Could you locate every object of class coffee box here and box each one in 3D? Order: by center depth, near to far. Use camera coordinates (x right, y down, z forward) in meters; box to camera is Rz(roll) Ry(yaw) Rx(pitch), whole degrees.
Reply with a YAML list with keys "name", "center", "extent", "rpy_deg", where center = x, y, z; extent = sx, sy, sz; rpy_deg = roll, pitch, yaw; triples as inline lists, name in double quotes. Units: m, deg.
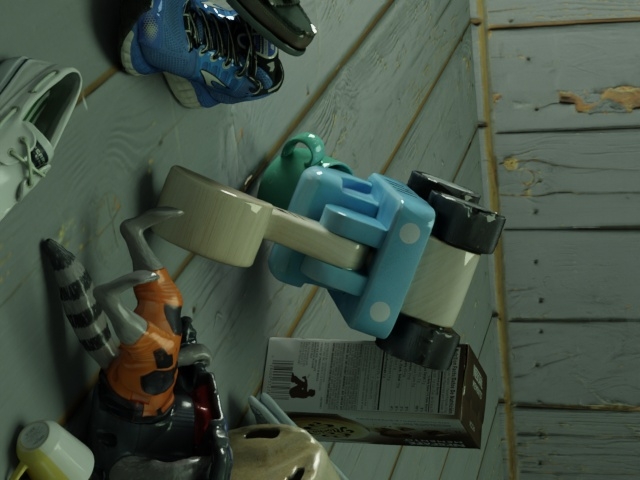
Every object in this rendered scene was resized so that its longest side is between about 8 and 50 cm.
- name: "coffee box"
  center: [0.082, 0.223, 2.041]
  extent: [0.168, 0.297, 0.119]
  rpy_deg: [56, 38, -63]

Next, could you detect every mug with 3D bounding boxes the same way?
- name: "mug"
  center: [-0.257, 0.208, 1.319]
  extent: [0.064, 0.062, 0.078]
  rpy_deg: [62, 25, -43]
- name: "mug"
  center: [-0.023, -0.078, 1.978]
  extent: [0.129, 0.097, 0.157]
  rpy_deg: [5, 107, -55]

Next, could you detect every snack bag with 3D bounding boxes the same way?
- name: "snack bag"
  center: [0.032, 0.375, 1.950]
  extent: [0.037, 0.323, 0.342]
  rpy_deg: [-41, 158, -12]

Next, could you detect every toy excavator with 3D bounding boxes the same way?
- name: "toy excavator"
  center: [0.000, 0.000, 1.791]
  extent: [0.433, 0.445, 0.222]
  rpy_deg: [-121, -130, -76]

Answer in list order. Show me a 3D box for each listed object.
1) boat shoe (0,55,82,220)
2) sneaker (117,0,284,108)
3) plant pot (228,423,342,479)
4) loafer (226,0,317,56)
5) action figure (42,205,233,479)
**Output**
- name: "boat shoe"
  center: [-0.272, -0.081, 1.225]
  extent: [0.083, 0.076, 0.226]
  rpy_deg: [70, 26, -50]
- name: "sneaker"
  center: [-0.127, -0.234, 1.592]
  extent: [0.330, 0.147, 0.130]
  rpy_deg: [22, 69, -72]
- name: "plant pot"
  center: [-0.053, 0.397, 1.629]
  extent: [0.334, 0.334, 0.305]
  rpy_deg: [-63, 139, -56]
- name: "loafer"
  center: [-0.092, -0.325, 1.557]
  extent: [0.267, 0.084, 0.096]
  rpy_deg: [48, 21, 7]
- name: "action figure"
  center: [-0.193, 0.136, 1.465]
  extent: [0.341, 0.178, 0.330]
  rpy_deg: [-120, -151, -66]
